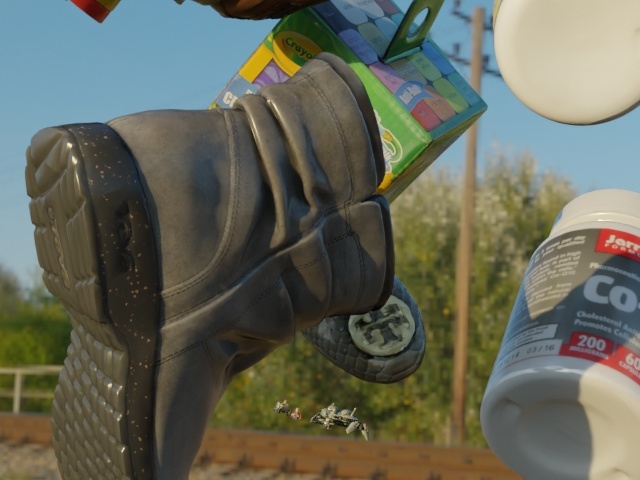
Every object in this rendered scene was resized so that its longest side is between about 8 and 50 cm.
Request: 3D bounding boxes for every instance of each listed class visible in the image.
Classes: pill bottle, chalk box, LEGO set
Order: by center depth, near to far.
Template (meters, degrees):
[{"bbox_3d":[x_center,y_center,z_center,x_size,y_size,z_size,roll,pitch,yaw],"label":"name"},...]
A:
[{"bbox_3d":[0.182,-0.159,0.881,0.117,0.117,0.215,1,18,8],"label":"pill bottle"},{"bbox_3d":[0.003,0.144,1.027,0.083,0.023,0.054,18,-5,-8],"label":"LEGO set"},{"bbox_3d":[0.257,0.084,1.145,0.161,0.161,0.283,-2,37,25],"label":"pill bottle"},{"bbox_3d":[0.028,-0.123,1.171,0.289,0.179,0.180,-44,-6,31],"label":"chalk box"}]

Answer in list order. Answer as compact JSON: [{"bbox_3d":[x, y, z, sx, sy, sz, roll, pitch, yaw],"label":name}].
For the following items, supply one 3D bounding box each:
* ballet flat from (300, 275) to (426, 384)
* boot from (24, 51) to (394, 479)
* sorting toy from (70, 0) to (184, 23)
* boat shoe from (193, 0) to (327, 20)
[{"bbox_3d":[0.000,0.000,0.909,0.084,0.250,0.058,-18,-36,-18],"label":"ballet flat"},{"bbox_3d":[-0.049,0.065,0.767,0.222,0.338,0.118,-16,32,-32],"label":"boot"},{"bbox_3d":[-0.275,-0.310,1.099,0.255,0.089,0.257,43,4,38],"label":"sorting toy"},{"bbox_3d":[0.020,-0.252,0.931,0.104,0.111,0.307,20,-23,-41],"label":"boat shoe"}]
